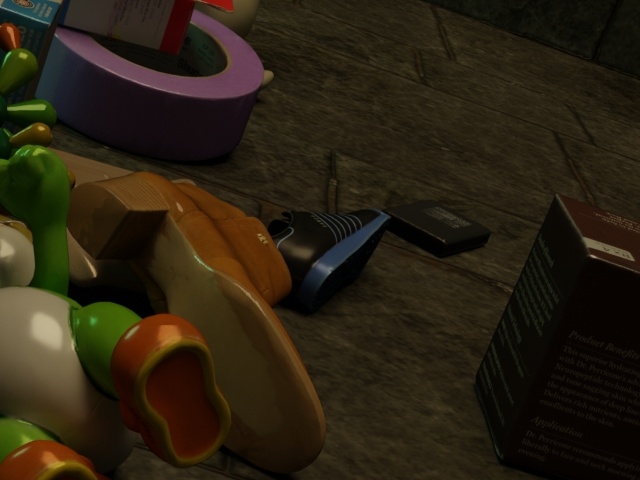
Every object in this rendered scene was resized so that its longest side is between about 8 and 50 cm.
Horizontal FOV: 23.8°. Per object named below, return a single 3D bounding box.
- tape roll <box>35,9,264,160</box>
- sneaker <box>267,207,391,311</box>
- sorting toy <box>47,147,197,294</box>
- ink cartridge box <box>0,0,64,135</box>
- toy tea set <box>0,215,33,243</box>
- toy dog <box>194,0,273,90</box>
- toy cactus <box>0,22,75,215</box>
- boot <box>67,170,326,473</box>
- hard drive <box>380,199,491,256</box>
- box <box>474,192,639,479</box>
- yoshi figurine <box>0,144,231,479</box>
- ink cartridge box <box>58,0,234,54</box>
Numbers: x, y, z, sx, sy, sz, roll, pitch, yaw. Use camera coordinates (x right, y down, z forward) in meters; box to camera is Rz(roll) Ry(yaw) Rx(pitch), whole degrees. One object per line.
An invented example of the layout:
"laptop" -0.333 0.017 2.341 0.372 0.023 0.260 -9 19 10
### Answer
"tape roll" -0.210 -0.205 1.826 0.275 0.090 0.275 18 29 -10
"sneaker" 0.000 0.000 1.542 0.090 0.081 0.232 32 20 10
"sorting toy" -0.168 -0.005 1.374 0.208 0.038 0.193 10 33 -43
"ink cartridge box" -0.398 -0.205 1.543 0.232 0.168 0.171 19 21 -10
"toy tea set" -0.346 -0.081 1.318 0.200 0.124 0.336 12 20 -26
"toy dog" -0.140 -0.442 2.169 0.395 0.284 0.408 42 50 -3
"toy cactus" -0.288 -0.100 1.178 0.180 0.112 0.219 3 49 -49
"boot" -0.063 0.052 1.228 0.295 0.104 0.211 48 18 16
"hard drive" 0.139 -0.017 1.845 0.094 0.022 0.135 29 19 24
"box" 0.257 0.097 1.345 0.168 0.203 0.167 19 17 -8
"yoshi figurine" -0.227 0.040 0.999 0.203 0.203 0.362 -3 26 -39
"ink cartridge box" -0.225 -0.294 1.791 0.231 0.078 0.134 14 30 -15
